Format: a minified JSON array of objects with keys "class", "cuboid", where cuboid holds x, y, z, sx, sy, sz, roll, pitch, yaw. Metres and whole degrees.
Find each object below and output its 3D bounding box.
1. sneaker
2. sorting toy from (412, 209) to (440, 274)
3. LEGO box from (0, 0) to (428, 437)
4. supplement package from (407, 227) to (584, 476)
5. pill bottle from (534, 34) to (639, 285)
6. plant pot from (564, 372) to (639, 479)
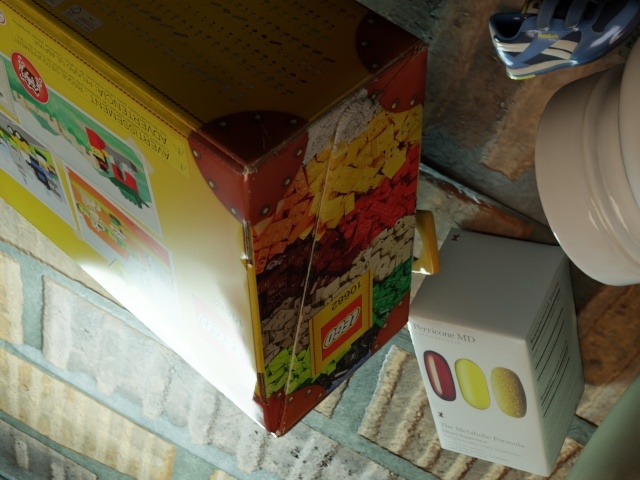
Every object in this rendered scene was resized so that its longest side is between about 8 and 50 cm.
[{"class":"sneaker","cuboid":[0.200,-0.178,0.945,0.144,0.053,0.059,-13,124,45]},{"class":"sorting toy","cuboid":[0.000,0.000,1.231,0.348,0.047,0.196,-14,91,57]},{"class":"LEGO box","cuboid":[-0.156,-0.112,1.058,0.500,0.193,0.372,37,151,26]},{"class":"supplement package","cuboid":[0.197,0.124,1.252,0.139,0.134,0.244,10,140,28]},{"class":"pill bottle","cuboid":[0.359,-0.086,0.777,0.408,0.229,0.229,-17,123,48]},{"class":"plant pot","cuboid":[0.378,0.197,1.078,0.256,0.274,0.256,21,145,15]}]
